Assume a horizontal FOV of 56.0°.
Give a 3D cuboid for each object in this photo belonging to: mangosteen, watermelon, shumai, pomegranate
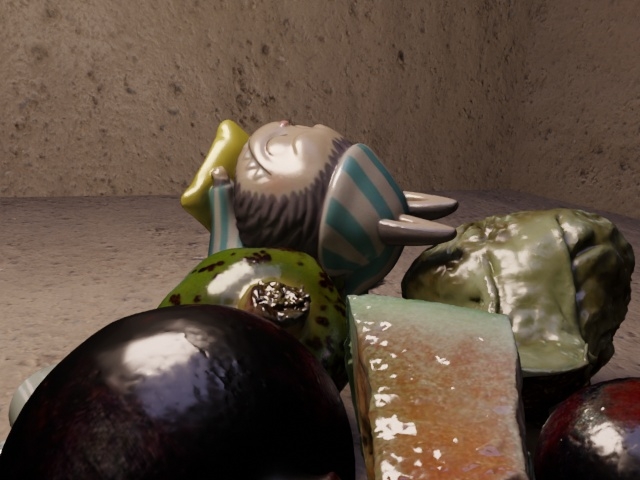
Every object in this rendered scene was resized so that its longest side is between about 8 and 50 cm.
[{"bbox_3d":[-0.075,0.196,0.416,0.275,0.275,0.302,-10,40,-43],"label":"mangosteen"},{"bbox_3d":[0.111,0.201,0.480,0.151,0.264,0.302,-9,20,1],"label":"watermelon"},{"bbox_3d":[0.263,0.096,0.772,0.330,0.291,0.288,-31,-9,15],"label":"shumai"},{"bbox_3d":[0.302,0.206,0.526,0.216,0.216,0.216,3,13,-1],"label":"mangosteen"},{"bbox_3d":[-0.072,0.119,0.705,0.254,0.254,0.270,-3,-30,-25],"label":"pomegranate"}]

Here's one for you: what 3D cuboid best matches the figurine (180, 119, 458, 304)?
[{"bbox_3d":[0.000,0.000,0.871,0.378,0.361,0.266,2,-15,37],"label":"figurine"}]

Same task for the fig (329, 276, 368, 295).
[{"bbox_3d":[0.003,0.095,1.061,0.167,0.167,0.233,3,7,2],"label":"fig"}]

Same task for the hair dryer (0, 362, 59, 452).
[{"bbox_3d":[-0.364,0.230,0.574,0.357,0.107,0.173,-14,18,-34],"label":"hair dryer"}]
